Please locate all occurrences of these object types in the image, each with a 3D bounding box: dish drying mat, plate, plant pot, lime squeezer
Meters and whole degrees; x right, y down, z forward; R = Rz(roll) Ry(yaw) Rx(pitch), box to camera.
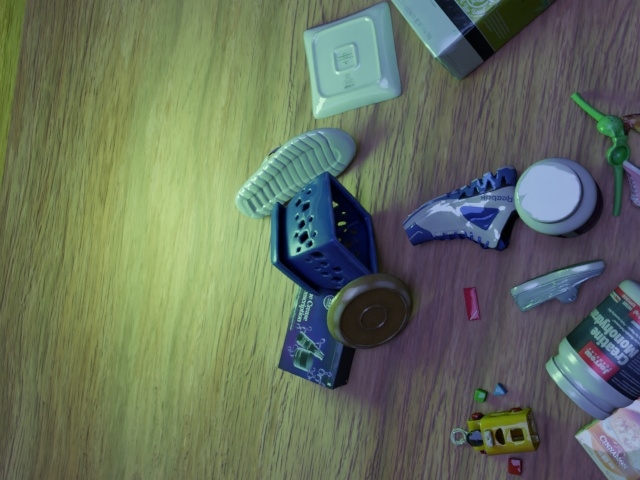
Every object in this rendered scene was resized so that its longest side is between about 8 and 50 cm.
[{"bbox_3d":[0.388,0.162,1.630,0.032,0.008,0.083,-11,83,28],"label":"dish drying mat"},{"bbox_3d":[0.078,-0.510,1.800,0.277,0.045,0.278,-10,84,26],"label":"plate"},{"bbox_3d":[0.134,0.194,1.648,0.236,0.236,0.032,-53,31,16],"label":"plant pot"},{"bbox_3d":[0.654,-0.214,1.455,0.110,0.058,0.311,-32,72,60],"label":"lime squeezer"},{"bbox_3d":[0.000,0.000,1.672,0.212,0.236,0.236,-23,49,23],"label":"plant pot"}]

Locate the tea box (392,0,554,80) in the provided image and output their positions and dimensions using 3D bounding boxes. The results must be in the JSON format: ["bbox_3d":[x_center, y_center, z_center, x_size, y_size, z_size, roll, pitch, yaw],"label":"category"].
[{"bbox_3d":[0.349,-0.641,1.566,0.323,0.220,0.329,-40,71,20],"label":"tea box"}]

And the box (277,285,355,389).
[{"bbox_3d":[0.007,0.256,1.774,0.184,0.103,0.261,15,95,24],"label":"box"}]

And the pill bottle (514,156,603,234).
[{"bbox_3d":[0.525,-0.093,1.404,0.169,0.301,0.169,-1,87,27],"label":"pill bottle"}]

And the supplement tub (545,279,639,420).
[{"bbox_3d":[0.651,0.239,1.387,0.191,0.191,0.272,46,107,21],"label":"supplement tub"}]

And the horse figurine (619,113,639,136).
[{"bbox_3d":[0.800,-0.252,1.394,0.263,0.066,0.175,-32,59,31],"label":"horse figurine"}]

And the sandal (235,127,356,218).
[{"bbox_3d":[-0.087,-0.213,1.835,0.416,0.169,0.102,-29,35,24],"label":"sandal"}]

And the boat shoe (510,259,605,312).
[{"bbox_3d":[0.568,0.111,1.506,0.227,0.079,0.081,-25,83,30],"label":"boat shoe"}]

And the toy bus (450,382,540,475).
[{"bbox_3d":[0.426,0.470,1.543,0.191,0.104,0.202,33,102,25],"label":"toy bus"}]

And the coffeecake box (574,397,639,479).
[{"bbox_3d":[0.697,0.443,1.424,0.185,0.068,0.142,-43,69,19],"label":"coffeecake box"}]

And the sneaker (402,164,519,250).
[{"bbox_3d":[0.372,-0.037,1.580,0.315,0.127,0.182,-29,73,22],"label":"sneaker"}]

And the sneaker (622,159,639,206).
[{"bbox_3d":[0.713,-0.119,1.427,0.134,0.051,0.070,35,116,-12],"label":"sneaker"}]
